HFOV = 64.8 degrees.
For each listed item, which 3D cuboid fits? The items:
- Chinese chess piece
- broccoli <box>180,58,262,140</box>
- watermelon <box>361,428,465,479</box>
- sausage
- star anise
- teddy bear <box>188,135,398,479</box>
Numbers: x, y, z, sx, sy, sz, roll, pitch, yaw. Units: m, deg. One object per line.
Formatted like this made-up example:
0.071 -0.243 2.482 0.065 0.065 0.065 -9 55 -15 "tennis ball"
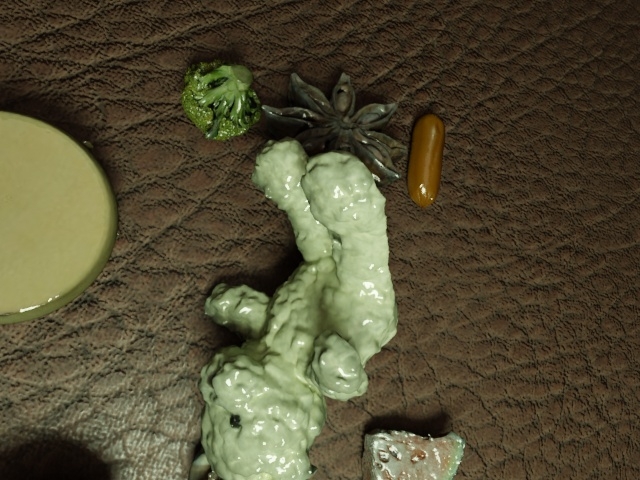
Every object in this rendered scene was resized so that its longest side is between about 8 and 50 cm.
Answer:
-0.396 -0.029 0.633 0.273 0.102 0.273 2 84 -25 "Chinese chess piece"
-0.145 -0.215 0.755 0.131 0.120 0.130 -17 79 -45 "broccoli"
0.126 0.344 0.792 0.187 0.071 0.139 -40 89 -12 "watermelon"
0.187 -0.147 0.895 0.062 0.054 0.183 9 80 11 "sausage"
0.024 -0.158 0.814 0.236 0.109 0.223 31 49 2 "star anise"
-0.079 0.124 0.621 0.362 0.327 0.375 -34 122 -20 "teddy bear"
